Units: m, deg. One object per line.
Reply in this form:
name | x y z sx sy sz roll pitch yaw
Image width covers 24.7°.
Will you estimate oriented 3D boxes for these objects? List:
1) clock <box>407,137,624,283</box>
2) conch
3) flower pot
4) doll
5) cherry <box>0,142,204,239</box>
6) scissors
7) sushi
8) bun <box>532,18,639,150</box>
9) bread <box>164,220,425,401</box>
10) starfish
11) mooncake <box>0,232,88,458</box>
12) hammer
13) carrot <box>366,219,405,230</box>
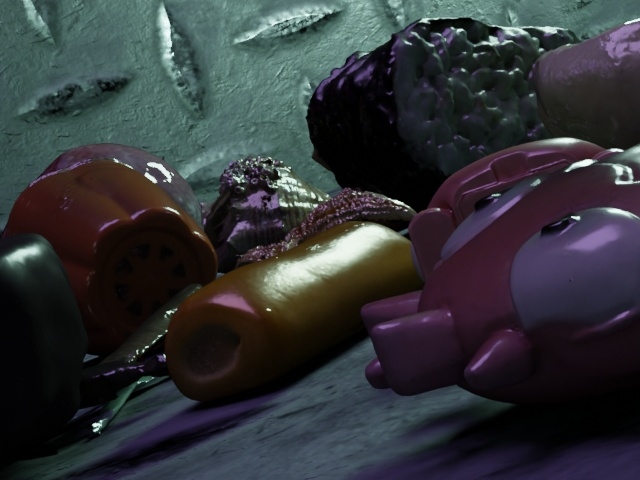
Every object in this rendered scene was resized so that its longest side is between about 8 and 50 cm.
clock | 0.132 -0.014 0.920 0.166 0.092 0.162 -19 1 8
conch | -0.059 -0.021 1.787 0.245 0.163 0.178 -2 38 3
flower pot | -0.183 0.026 1.350 0.191 0.190 0.173 -21 18 -24
doll | 0.114 0.012 0.617 0.211 0.093 0.262 -26 8 -10
cherry | -0.251 -0.006 1.715 0.285 0.213 0.236 -53 5 -38
scissors | -0.145 0.109 1.066 0.144 0.017 0.248 -18 6 20
sushi | 0.157 -0.132 1.591 0.350 0.211 0.171 -15 -4 -39
bun | 0.265 -0.096 1.073 0.231 0.133 0.231 -8 -1 0
bread | -0.012 0.039 0.987 0.092 0.074 0.239 -22 1 32
starfish | -0.001 -0.001 1.419 0.216 0.071 0.238 -36 12 23
mooncake | -0.278 0.099 0.907 0.283 0.141 0.283 -20 9 3
hammer | -0.128 0.073 1.127 0.125 0.027 0.297 -13 8 13
carrot | 0.053 -0.025 1.673 0.248 0.059 0.059 -24 6 -30
